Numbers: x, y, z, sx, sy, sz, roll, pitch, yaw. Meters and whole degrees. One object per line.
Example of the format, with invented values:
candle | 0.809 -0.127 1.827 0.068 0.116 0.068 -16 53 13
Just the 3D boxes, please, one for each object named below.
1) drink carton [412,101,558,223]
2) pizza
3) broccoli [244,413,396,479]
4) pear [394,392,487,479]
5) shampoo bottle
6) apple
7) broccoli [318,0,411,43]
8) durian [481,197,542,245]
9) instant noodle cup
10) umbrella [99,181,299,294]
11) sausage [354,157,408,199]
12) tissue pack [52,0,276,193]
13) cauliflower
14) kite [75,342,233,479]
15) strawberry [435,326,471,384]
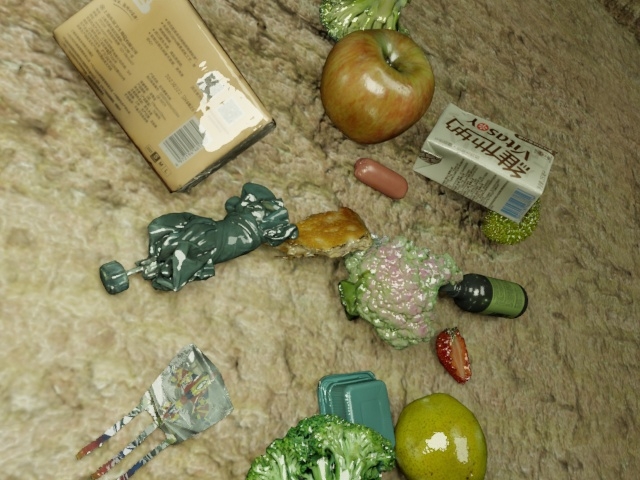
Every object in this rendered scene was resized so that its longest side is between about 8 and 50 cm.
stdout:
drink carton | 0.439 -0.212 1.311 0.324 0.132 0.194 28 53 9
pizza | 0.000 0.000 0.986 0.226 0.147 0.069 -21 131 -30
broccoli | 0.011 0.413 0.780 0.261 0.269 0.242 42 11 -20
pear | 0.240 0.415 0.990 0.198 0.198 0.198 14 66 -34
shampoo bottle | 0.418 0.140 1.273 0.283 0.101 0.101 13 66 -35
apple | 0.123 -0.350 1.144 0.264 0.264 0.265 14 66 -34
broccoli | 0.141 -0.606 1.176 0.252 0.362 0.221 36 53 25
durian | 0.556 -0.067 1.412 0.146 0.159 0.198 38 60 25
instant noodle cup | 0.079 0.347 0.958 0.157 0.070 0.179 4 71 -39
umbrella | -0.199 -0.001 0.841 0.348 0.143 0.094 -22 133 -33
sausage | 0.147 -0.150 1.192 0.154 0.062 0.062 23 61 -30
tissue pack | -0.245 -0.265 0.853 0.306 0.238 0.238 54 50 -9
cauliflower | 0.172 0.088 1.062 0.256 0.239 0.315 34 22 24
kite | -0.247 0.277 0.764 0.245 0.015 0.141 -36 95 -41
strawberry | 0.320 0.278 1.186 0.103 0.048 0.152 -28 106 -47
